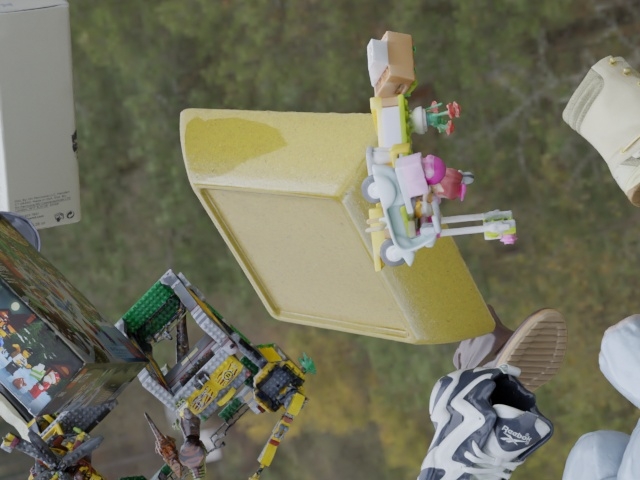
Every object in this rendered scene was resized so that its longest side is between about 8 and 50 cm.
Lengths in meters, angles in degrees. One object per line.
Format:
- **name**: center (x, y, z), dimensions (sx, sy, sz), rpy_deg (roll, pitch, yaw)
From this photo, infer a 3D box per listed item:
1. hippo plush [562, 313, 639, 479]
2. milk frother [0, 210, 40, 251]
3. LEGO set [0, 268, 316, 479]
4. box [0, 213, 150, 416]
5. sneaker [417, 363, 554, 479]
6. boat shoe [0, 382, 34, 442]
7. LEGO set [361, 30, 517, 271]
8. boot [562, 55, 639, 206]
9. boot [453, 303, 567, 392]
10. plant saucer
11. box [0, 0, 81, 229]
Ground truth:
- **hippo plush**: center (0.364, 0.242, 1.375), dimensions (0.294, 0.234, 0.237), rpy_deg (-98, 25, -53)
- **milk frother**: center (-0.309, 0.068, 1.424), dimensions (0.135, 0.143, 0.129), rpy_deg (103, -171, -56)
- **LEGO set**: center (-0.156, 0.205, 1.488), dimensions (0.255, 0.331, 0.192), rpy_deg (55, 174, -26)
- **box**: center (-0.197, 0.039, 0.891), dimensions (0.159, 0.044, 0.233), rpy_deg (44, 178, 4)
- **sneaker**: center (0.186, 0.242, 1.524), dimensions (0.153, 0.094, 0.235), rpy_deg (-37, 36, 55)
- **boat shoe**: center (-0.329, 0.214, 1.603), dimensions (0.133, 0.042, 0.049), rpy_deg (53, 145, -7)
- **LEGO set**: center (0.094, -0.062, 1.090), dimensions (0.287, 0.107, 0.132), rpy_deg (-84, -14, -60)
- **boot**: center (0.470, -0.198, 1.883), dimensions (0.095, 0.262, 0.203), rpy_deg (25, -155, -47)
- **boot**: center (0.263, 0.151, 2.020), dimensions (0.207, 0.090, 0.248), rpy_deg (-106, 33, -54)
- **plant saucer**: center (0.000, 0.000, 1.622), dimensions (0.332, 0.081, 0.333), rpy_deg (6, 137, 41)
- **box**: center (-0.342, -0.156, 1.616), dimensions (0.113, 0.094, 0.275), rpy_deg (46, 140, 51)
